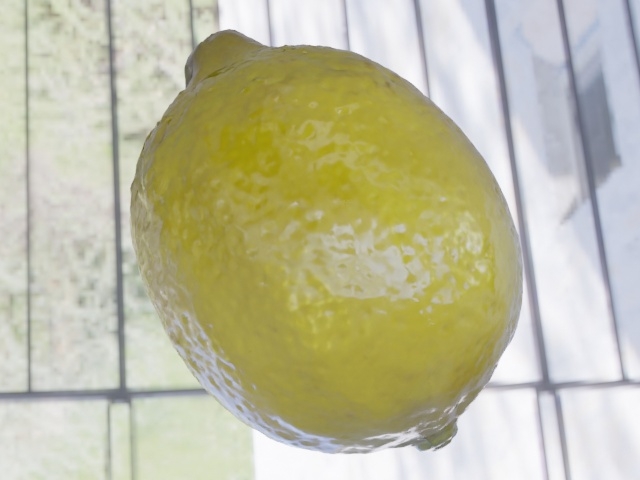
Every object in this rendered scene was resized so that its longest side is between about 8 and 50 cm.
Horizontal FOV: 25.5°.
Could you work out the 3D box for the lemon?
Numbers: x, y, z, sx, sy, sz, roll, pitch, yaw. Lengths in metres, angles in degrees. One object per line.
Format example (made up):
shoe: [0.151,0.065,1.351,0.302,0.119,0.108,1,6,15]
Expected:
lemon: [0.000,0.000,0.946,0.245,0.320,0.245,-30,170,-6]
